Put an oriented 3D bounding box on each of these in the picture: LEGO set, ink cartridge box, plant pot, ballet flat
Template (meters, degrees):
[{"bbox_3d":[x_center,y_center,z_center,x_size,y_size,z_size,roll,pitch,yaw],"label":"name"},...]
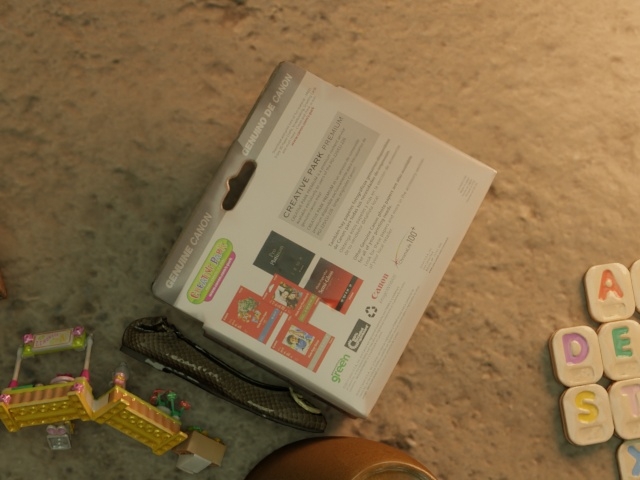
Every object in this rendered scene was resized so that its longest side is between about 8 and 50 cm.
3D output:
[{"bbox_3d":[-0.240,0.169,1.250,0.287,0.132,0.107,7,44,-9],"label":"LEGO set"},{"bbox_3d":[0.000,0.000,1.278,0.272,0.130,0.309,30,80,0],"label":"ink cartridge box"},{"bbox_3d":[0.037,0.299,1.154,0.237,0.254,0.237,4,71,-12],"label":"plant pot"},{"bbox_3d":[-0.103,0.148,1.276,0.250,0.084,0.058,24,82,4],"label":"ballet flat"}]

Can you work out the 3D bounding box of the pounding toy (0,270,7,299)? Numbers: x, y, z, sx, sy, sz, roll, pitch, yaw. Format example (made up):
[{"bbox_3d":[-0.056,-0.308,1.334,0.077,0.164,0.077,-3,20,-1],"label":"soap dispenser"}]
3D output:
[{"bbox_3d":[-0.421,0.041,1.256,0.130,0.100,0.141,-17,74,-8],"label":"pounding toy"}]

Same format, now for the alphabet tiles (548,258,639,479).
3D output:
[{"bbox_3d":[0.418,0.157,1.355,0.284,0.021,0.278,-7,83,-7],"label":"alphabet tiles"}]
